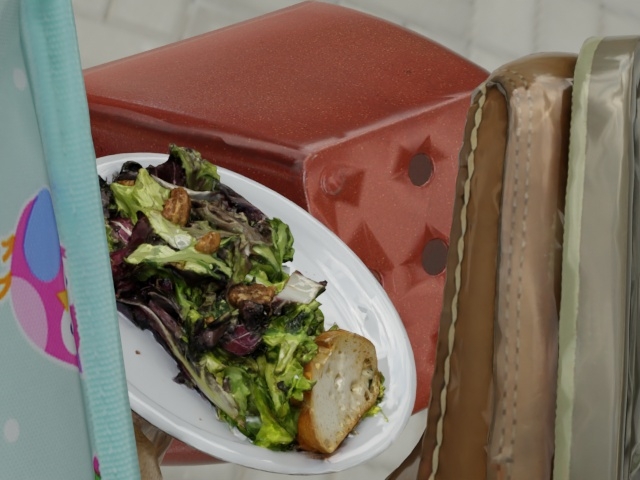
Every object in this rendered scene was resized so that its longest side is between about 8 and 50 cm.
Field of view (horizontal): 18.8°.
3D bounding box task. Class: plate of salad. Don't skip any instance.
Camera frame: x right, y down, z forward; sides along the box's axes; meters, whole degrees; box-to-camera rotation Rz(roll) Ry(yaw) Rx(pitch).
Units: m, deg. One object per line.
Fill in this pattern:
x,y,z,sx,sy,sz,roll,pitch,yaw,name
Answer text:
-0.038,0.023,0.894,0.200,0.048,0.200,21,37,-17,plate of salad

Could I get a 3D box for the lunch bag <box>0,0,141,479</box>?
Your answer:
-0.157,0.064,0.398,0.160,0.262,0.223,2,10,41,lunch bag

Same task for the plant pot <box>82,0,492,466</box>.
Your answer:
0.000,0.000,1.264,0.267,0.267,0.235,-22,19,-36,plant pot

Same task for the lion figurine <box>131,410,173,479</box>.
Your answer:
-0.141,0.116,0.948,0.240,0.142,0.392,-30,18,-6,lion figurine

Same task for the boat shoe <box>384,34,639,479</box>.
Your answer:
0.032,0.102,0.475,0.104,0.307,0.110,4,5,22,boat shoe
